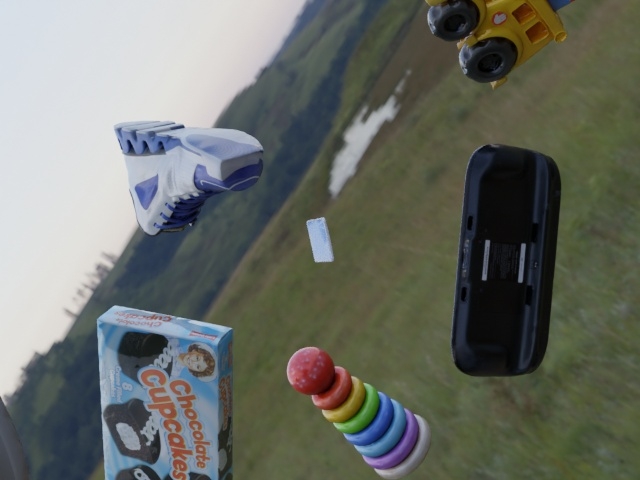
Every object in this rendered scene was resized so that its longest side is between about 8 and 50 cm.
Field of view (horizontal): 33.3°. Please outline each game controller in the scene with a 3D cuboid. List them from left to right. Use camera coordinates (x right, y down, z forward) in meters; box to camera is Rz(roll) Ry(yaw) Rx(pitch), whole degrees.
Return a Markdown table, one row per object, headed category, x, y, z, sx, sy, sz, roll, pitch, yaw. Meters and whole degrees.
| category | x | y | z | sx | sy | sz | roll | pitch | yaw |
| --- | --- | --- | --- | --- | --- | --- | --- | --- | --- |
| game controller | 0.255 | 0.029 | 1.470 | 0.067 | 0.167 | 0.319 | 4 | 89 | 62 |

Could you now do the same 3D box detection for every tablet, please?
| category | x | y | z | sx | sy | sz | roll | pitch | yaw |
| --- | --- | --- | --- | --- | --- | --- | --- | --- | --- |
| tablet | 0.000 | 0.000 | 1.308 | 0.083 | 0.006 | 0.054 | 172 | 85 | -75 |

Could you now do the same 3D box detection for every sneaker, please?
| category | x | y | z | sx | sy | sz | roll | pitch | yaw |
| --- | --- | --- | --- | --- | --- | --- | --- | --- | --- |
| sneaker | -0.215 | -0.091 | 1.749 | 0.127 | 0.316 | 0.182 | -18 | -66 | -41 |

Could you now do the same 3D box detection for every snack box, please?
| category | x | y | z | sx | sy | sz | roll | pitch | yaw |
| --- | --- | --- | --- | --- | --- | --- | --- | --- | --- |
| snack box | -0.220 | 0.261 | 1.536 | 0.060 | 0.187 | 0.321 | -47 | -37 | -62 |

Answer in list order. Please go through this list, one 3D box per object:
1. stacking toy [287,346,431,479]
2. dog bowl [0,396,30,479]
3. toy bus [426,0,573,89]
| category | x | y | z | sx | sy | sz | roll | pitch | yaw |
| --- | --- | --- | --- | --- | --- | --- | --- | --- | --- |
| stacking toy | 0.062 | 0.317 | 2.025 | 0.141 | 0.330 | 0.141 | -34 | 32 | 24 |
| dog bowl | -0.482 | 0.185 | 1.274 | 0.102 | 0.348 | 0.349 | -29 | -9 | -31 |
| toy bus | 0.254 | -0.348 | 1.476 | 0.211 | 0.220 | 0.149 | -28 | 47 | 23 |
